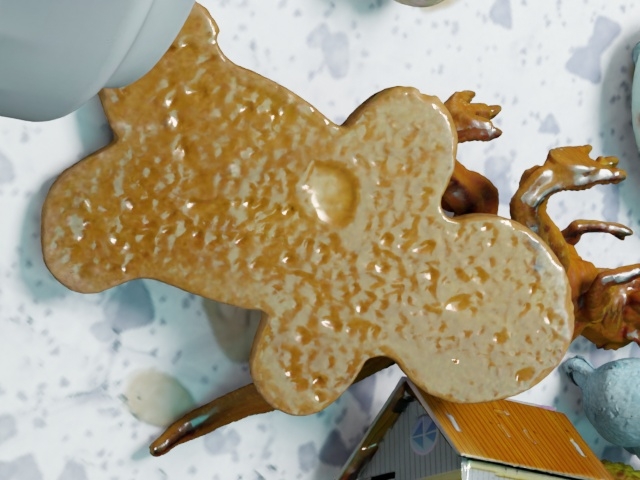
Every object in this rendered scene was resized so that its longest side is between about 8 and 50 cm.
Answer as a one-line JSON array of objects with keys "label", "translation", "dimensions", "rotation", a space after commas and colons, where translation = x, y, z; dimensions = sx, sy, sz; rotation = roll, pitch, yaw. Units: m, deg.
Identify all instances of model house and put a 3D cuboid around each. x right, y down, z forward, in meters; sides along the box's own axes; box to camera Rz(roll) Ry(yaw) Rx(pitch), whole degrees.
[{"label": "model house", "translation": [0.078, 0.164, 0.914], "dimensions": [0.219, 0.207, 0.136], "rotation": [17, 64, -36]}]

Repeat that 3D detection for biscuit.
[{"label": "biscuit", "translation": [0.000, -0.001, 0.818], "dimensions": [0.324, 0.049, 0.205], "rotation": [21, 92, -6]}]

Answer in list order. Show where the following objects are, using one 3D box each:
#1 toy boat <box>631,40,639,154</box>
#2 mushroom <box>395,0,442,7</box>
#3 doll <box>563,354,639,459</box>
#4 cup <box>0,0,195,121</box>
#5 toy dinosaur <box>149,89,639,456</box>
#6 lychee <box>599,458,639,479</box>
[{"label": "toy boat", "translation": [0.283, -0.083, 1.020], "dimensions": [0.134, 0.079, 0.207], "rotation": [-50, 131, -18]}, {"label": "mushroom", "translation": [0.052, -0.179, 0.840], "dimensions": [0.067, 0.083, 0.083], "rotation": [-48, 122, -29]}, {"label": "doll", "translation": [0.264, 0.141, 1.033], "dimensions": [0.180, 0.120, 0.075], "rotation": [41, 71, -37]}, {"label": "cup", "translation": [-0.225, -0.225, 0.598], "dimensions": [0.327, 0.237, 0.322], "rotation": [7, 68, -31]}, {"label": "toy dinosaur", "translation": [0.095, 0.014, 0.912], "dimensions": [0.432, 0.097, 0.208], "rotation": [-4, 120, -21]}, {"label": "lychee", "translation": [0.211, 0.219, 1.018], "dimensions": [0.146, 0.114, 0.114], "rotation": [2, 102, -57]}]
